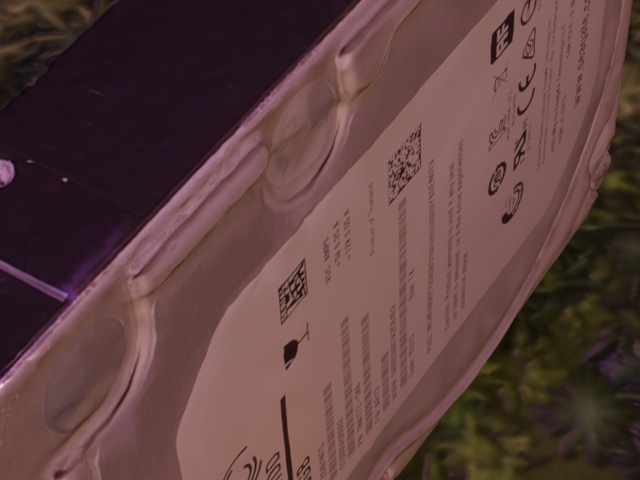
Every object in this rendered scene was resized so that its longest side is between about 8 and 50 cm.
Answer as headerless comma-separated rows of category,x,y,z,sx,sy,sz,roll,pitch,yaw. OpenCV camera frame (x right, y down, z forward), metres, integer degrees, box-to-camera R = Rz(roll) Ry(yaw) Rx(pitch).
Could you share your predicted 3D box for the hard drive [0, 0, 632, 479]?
hard drive,0.000,0.000,0.509,0.064,0.237,0.339,25,54,24
